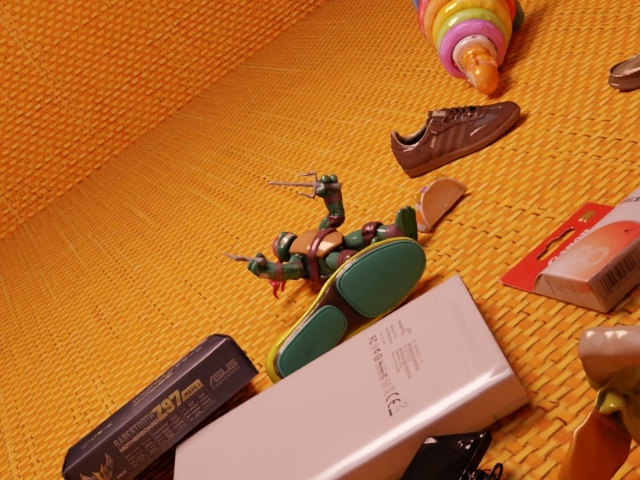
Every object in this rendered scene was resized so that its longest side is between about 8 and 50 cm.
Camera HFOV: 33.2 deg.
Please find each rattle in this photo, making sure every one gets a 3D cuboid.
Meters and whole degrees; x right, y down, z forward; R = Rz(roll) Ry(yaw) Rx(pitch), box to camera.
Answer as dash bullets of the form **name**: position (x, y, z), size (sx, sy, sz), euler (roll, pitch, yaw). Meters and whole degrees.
- **rattle**: position (0.268, 0.130, 0.726), size (0.199, 0.130, 0.143), euler (9, 52, 25)

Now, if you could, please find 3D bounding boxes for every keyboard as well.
- **keyboard**: position (0.083, 0.228, 0.832), size (0.100, 0.038, 0.192), euler (-16, 27, 47)

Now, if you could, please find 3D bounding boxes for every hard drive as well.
- **hard drive**: position (0.014, 0.179, 1.040), size (0.353, 0.047, 0.233), euler (-32, 20, 6)

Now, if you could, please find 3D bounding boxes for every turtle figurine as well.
- **turtle figurine**: position (0.000, 0.000, 1.372), size (0.234, 0.118, 0.175), euler (4, 55, 37)

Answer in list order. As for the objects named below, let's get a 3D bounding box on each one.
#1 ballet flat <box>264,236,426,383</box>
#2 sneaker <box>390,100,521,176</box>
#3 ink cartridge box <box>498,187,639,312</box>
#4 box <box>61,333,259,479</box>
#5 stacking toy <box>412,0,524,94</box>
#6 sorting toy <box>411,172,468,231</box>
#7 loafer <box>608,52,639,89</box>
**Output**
- **ballet flat**: position (0.023, 0.079, 1.226), size (0.231, 0.077, 0.077), euler (-43, 5, -16)
- **sneaker**: position (0.185, -0.156, 1.501), size (0.188, 0.071, 0.066), euler (-28, 21, 19)
- **ink cartridge box**: position (0.267, -0.003, 1.064), size (0.145, 0.045, 0.179), euler (-39, 23, -15)
- **box**: position (-0.185, 0.198, 1.225), size (0.232, 0.059, 0.183), euler (-40, 5, -11)
- **stacking toy**: position (0.244, -0.318, 1.714), size (0.165, 0.175, 0.302), euler (-22, 36, 17)
- **sorting toy**: position (0.136, -0.046, 1.386), size (0.083, 0.045, 0.075), euler (-45, 3, -26)
- **loafer**: position (0.422, -0.233, 1.335), size (0.148, 0.050, 0.056), euler (-20, 24, 34)
